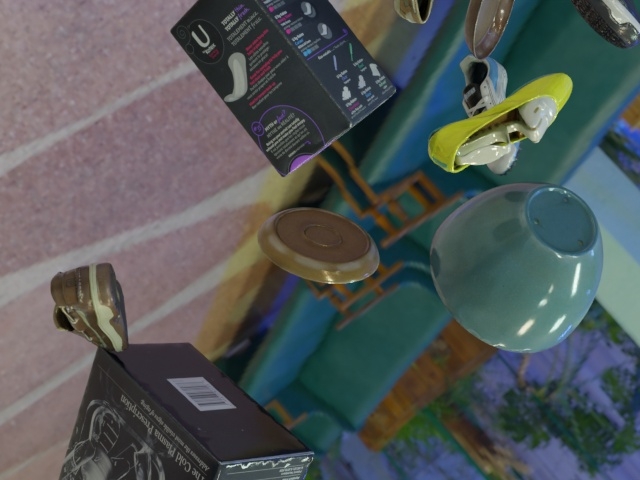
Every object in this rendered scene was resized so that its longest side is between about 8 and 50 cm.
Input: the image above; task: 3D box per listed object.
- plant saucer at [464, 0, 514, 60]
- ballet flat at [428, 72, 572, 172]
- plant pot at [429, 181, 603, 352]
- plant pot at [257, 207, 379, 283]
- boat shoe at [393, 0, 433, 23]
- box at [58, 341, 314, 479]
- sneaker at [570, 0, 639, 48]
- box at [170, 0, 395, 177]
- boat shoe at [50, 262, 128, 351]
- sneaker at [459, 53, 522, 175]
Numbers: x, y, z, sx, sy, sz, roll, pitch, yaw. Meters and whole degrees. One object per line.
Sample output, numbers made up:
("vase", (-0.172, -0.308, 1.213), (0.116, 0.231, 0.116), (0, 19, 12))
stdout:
("plant saucer", (0.271, -0.374, 1.676), (0.168, 0.029, 0.168), (-51, 153, -38))
("ballet flat", (0.261, -0.155, 1.445), (0.231, 0.077, 0.077), (-25, 131, -5))
("plant pot", (0.352, 0.015, 1.733), (0.290, 0.290, 0.195), (-30, 165, -32))
("plant pot", (0.000, 0.000, 1.965), (0.236, 0.236, 0.032), (-24, 138, -46))
("boat shoe", (0.151, -0.411, 1.522), (0.068, 0.072, 0.190), (-12, 120, -21))
("box", (-0.220, 0.367, 1.558), (0.179, 0.343, 0.313), (4, 111, -44))
("sneaker", (0.259, -0.297, 0.988), (0.097, 0.235, 0.084), (-30, 170, 10))
("box", (-0.053, -0.256, 1.487), (0.165, 0.270, 0.143), (-34, -174, 42))
("boat shoe", (-0.326, 0.094, 1.461), (0.095, 0.095, 0.257), (-7, 156, -7))
("sneaker", (0.276, -0.209, 1.738), (0.086, 0.237, 0.085), (13, 143, -27))
